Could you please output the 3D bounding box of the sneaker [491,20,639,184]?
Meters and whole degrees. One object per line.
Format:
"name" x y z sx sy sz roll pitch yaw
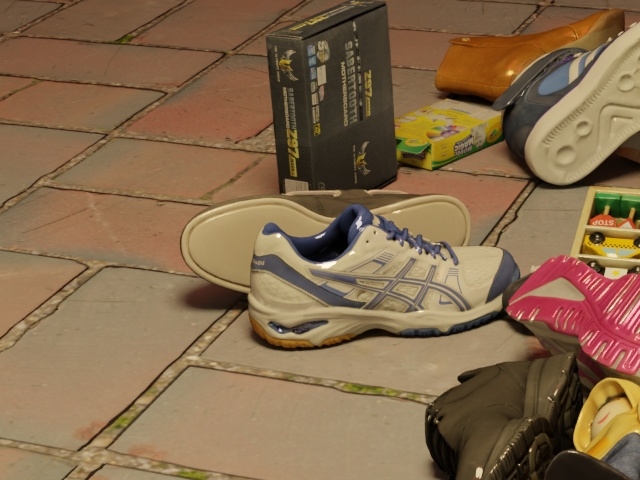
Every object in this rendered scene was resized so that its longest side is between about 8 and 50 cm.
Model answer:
"sneaker" 0.364 -0.221 2.206 0.323 0.130 0.236 -40 24 12

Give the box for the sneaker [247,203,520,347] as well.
"sneaker" 0.071 0.026 1.794 0.296 0.131 0.112 -8 22 -18

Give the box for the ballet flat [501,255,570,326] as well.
"ballet flat" 0.272 0.038 1.828 0.203 0.074 0.074 -22 30 -28

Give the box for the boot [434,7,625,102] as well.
"boot" 0.305 -0.278 2.529 0.211 0.104 0.295 11 30 28

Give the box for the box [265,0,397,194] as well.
"box" 0.018 -0.159 2.103 0.059 0.232 0.183 11 25 33

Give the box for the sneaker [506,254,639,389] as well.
"sneaker" 0.284 0.092 1.612 0.103 0.111 0.252 -46 26 -7

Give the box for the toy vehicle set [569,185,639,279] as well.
"toy vehicle set" 0.387 0.020 1.741 0.267 0.035 0.166 5 42 16

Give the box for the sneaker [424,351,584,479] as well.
"sneaker" 0.144 0.180 1.484 0.130 0.109 0.286 -2 13 19

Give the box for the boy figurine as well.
"boy figurine" 0.235 0.172 1.377 0.092 0.177 0.285 35 21 8

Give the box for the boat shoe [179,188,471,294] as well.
"boat shoe" 0.000 0.000 1.910 0.335 0.112 0.095 -4 5 -20

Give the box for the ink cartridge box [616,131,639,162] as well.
"ink cartridge box" 0.487 -0.118 2.238 0.179 0.045 0.145 25 31 17

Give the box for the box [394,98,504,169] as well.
"box" 0.149 -0.138 2.288 0.105 0.043 0.179 19 28 40
